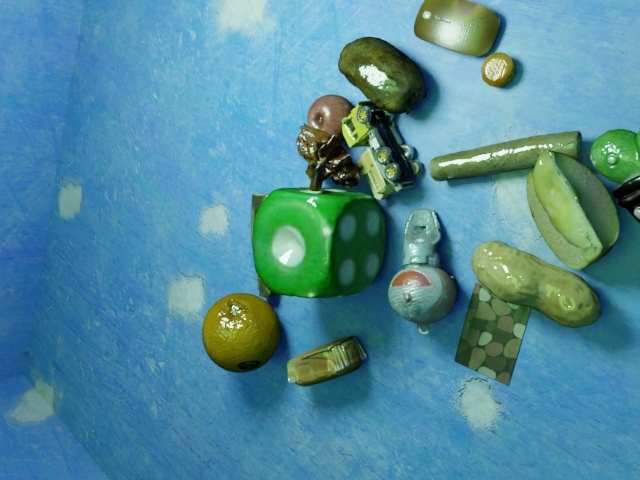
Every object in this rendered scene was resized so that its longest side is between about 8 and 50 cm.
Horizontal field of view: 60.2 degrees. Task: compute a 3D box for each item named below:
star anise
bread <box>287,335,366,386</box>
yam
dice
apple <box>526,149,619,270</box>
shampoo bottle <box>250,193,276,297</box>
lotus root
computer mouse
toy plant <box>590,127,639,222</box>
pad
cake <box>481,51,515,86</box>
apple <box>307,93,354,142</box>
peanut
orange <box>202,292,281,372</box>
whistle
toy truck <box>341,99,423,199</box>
[{"bbox_3d":[0.011,-0.221,1.548,0.148,0.346,0.237,-39,100,9],"label":"star anise"},{"bbox_3d":[0.016,0.380,1.710,0.241,0.136,0.106,-28,78,37],"label":"bread"},{"bbox_3d":[0.449,-0.206,1.368,0.372,0.083,0.083,-3,91,40],"label":"yam"},{"bbox_3d":[0.000,0.000,1.585,0.287,0.300,0.296,7,99,38],"label":"dice"},{"bbox_3d":[0.568,-0.068,1.258,0.193,0.120,0.264,108,141,-70],"label":"apple"},{"bbox_3d":[-0.179,0.017,1.870,0.126,0.084,0.349,6,98,36],"label":"shampoo bottle"},{"bbox_3d":[0.165,-0.463,1.521,0.275,0.160,0.151,42,127,28],"label":"lotus root"},{"bbox_3d":[0.346,-0.563,1.439,0.245,0.056,0.125,36,113,32],"label":"computer mouse"},{"bbox_3d":[0.677,-0.144,1.135,0.218,0.176,0.235,126,125,-73],"label":"toy plant"},{"bbox_3d":[0.449,0.243,1.446,0.158,0.003,0.234,21,105,35],"label":"pad"},{"bbox_3d":[0.443,-0.425,1.378,0.084,0.044,0.083,3,95,36],"label":"cake"},{"bbox_3d":[0.028,-0.362,1.657,0.154,0.120,0.153,5,99,37],"label":"apple"},{"bbox_3d":[0.498,0.106,1.306,0.319,0.148,0.147,32,112,31],"label":"peanut"},{"bbox_3d":[-0.263,0.302,1.835,0.274,0.274,0.274,3,95,38],"label":"orange"},{"bbox_3d":[0.268,0.078,1.482,0.189,0.189,0.347,-7,78,38],"label":"whistle"},{"bbox_3d":[0.162,-0.250,1.564,0.157,0.124,0.272,-36,75,45],"label":"toy truck"}]
